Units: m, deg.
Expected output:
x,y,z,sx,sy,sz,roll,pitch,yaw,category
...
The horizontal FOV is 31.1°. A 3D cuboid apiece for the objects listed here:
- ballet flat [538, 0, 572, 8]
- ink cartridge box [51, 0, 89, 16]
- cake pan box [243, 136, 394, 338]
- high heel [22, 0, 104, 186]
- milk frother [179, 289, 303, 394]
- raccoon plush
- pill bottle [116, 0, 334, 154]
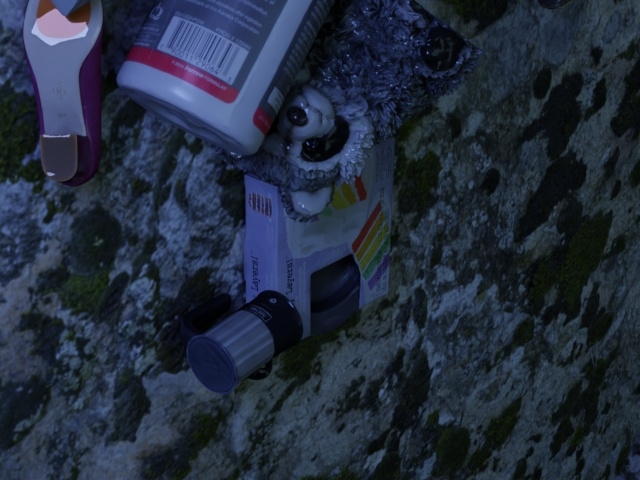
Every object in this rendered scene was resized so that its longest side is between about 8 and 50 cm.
x,y,z,sx,sy,sz,roll,pitch,yaw,category
0.437,-0.455,1.899,0.250,0.084,0.058,-54,140,-27,ballet flat
-0.223,-0.310,1.130,0.150,0.063,0.109,-43,100,-28,ink cartridge box
0.000,0.000,1.597,0.245,0.070,0.267,-22,124,-41,cake pan box
-0.259,-0.179,1.209,0.117,0.082,0.244,-119,-154,-85,high heel
-0.108,0.151,1.488,0.135,0.129,0.143,-32,124,-43,milk frother
0.068,-0.165,1.505,0.299,0.216,0.446,-54,153,12,raccoon plush
-0.079,-0.270,1.271,0.176,0.176,0.318,34,81,-52,pill bottle
